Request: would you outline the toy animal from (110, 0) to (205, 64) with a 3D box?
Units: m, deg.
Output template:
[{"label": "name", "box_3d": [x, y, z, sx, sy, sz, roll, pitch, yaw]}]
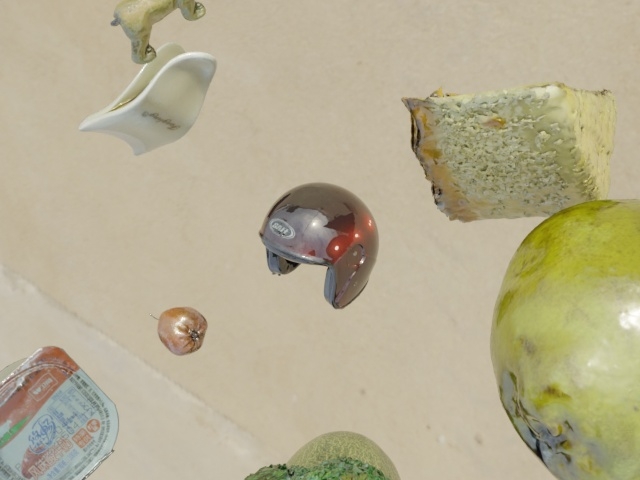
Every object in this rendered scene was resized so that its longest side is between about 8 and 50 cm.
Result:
[{"label": "toy animal", "box_3d": [-0.241, -0.384, 1.327, 0.218, 0.101, 0.103, -38, 79, 3]}]

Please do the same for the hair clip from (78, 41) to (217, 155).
[{"label": "hair clip", "box_3d": [-0.323, -0.278, 1.714, 0.282, 0.172, 0.113, -51, 55, 10]}]

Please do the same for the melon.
[{"label": "melon", "box_3d": [0.027, 0.461, 1.408, 0.237, 0.302, 0.237, 8, 133, 9]}]

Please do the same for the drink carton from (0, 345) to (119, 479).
[{"label": "drink carton", "box_3d": [-0.425, 0.268, 1.276, 0.191, 0.185, 0.189, 51, 157, -18]}]

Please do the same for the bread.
[{"label": "bread", "box_3d": [0.271, -0.187, 1.199, 0.248, 0.279, 0.315, 4, 146, 25]}]

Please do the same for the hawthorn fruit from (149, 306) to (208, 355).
[{"label": "hawthorn fruit", "box_3d": [-0.198, 0.118, 1.152, 0.103, 0.067, 0.067, 6, 115, 45]}]

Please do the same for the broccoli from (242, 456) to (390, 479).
[{"label": "broccoli", "box_3d": [-0.012, 0.320, 0.738, 0.269, 0.254, 0.269, -2, 88, 63]}]

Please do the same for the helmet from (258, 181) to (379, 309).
[{"label": "helmet", "box_3d": [0.000, 0.000, 1.434, 0.189, 0.216, 0.193, 28, 100, 39]}]

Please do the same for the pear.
[{"label": "pear", "box_3d": [0.383, 0.119, 1.030, 0.352, 0.413, 0.352, 20, 128, 27]}]
